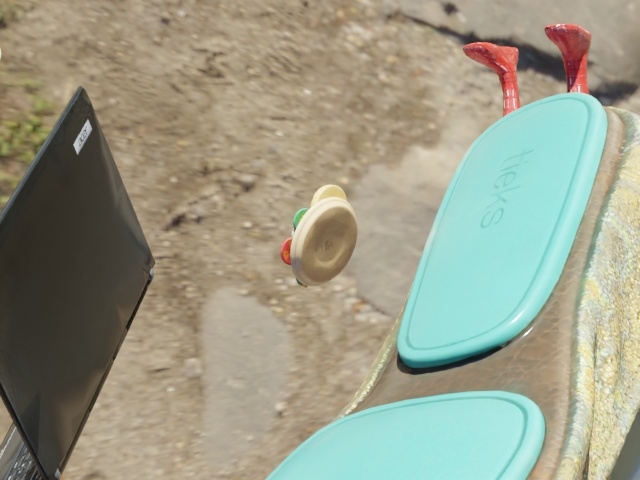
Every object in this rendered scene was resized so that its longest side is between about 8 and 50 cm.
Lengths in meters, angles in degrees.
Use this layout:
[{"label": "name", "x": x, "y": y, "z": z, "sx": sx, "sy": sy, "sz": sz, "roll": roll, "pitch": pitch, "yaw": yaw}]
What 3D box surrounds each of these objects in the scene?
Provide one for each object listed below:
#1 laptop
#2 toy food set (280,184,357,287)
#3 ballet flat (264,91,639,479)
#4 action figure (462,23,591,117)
[{"label": "laptop", "x": -0.215, "y": 0.072, "z": 1.102, "sx": 0.137, "sy": 0.234, "sz": 0.264, "roll": 38, "pitch": 127, "yaw": -14}, {"label": "toy food set", "x": 0.000, "y": 0.000, "z": 1.372, "sx": 0.020, "sy": 0.083, "sz": 0.082, "roll": 24, "pitch": 57, "yaw": 38}, {"label": "ballet flat", "x": 0.056, "y": 0.080, "z": 0.538, "sx": 0.123, "sy": 0.348, "sz": 0.123, "roll": 15, "pitch": 131, "yaw": 18}, {"label": "action figure", "x": 0.112, "y": 0.014, "z": 0.945, "sx": 0.091, "sy": 0.139, "sz": 0.280, "roll": -10, "pitch": 83, "yaw": 38}]
